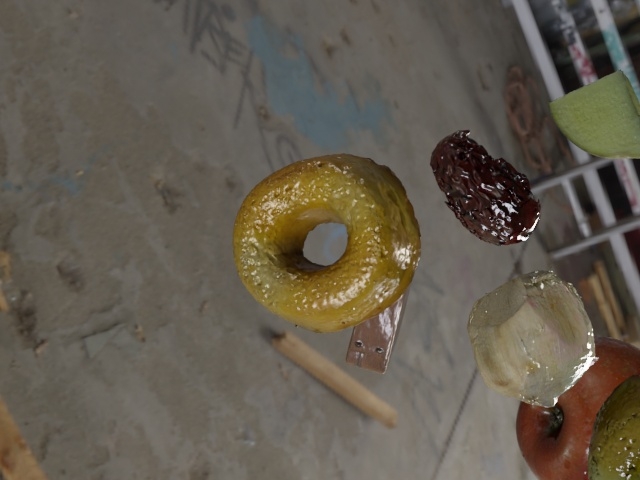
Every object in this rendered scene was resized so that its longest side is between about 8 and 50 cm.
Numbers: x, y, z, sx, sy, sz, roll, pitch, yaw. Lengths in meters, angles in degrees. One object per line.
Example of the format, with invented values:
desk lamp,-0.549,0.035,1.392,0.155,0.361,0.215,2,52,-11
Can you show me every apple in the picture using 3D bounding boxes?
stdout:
apple,0.561,0.369,2.053,0.277,0.348,0.348,6,66,-27

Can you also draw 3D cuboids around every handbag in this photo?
handbag,0.101,0.102,1.602,0.151,0.072,0.193,-58,160,-63

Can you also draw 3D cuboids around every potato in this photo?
potato,0.428,-0.163,1.500,0.081,0.120,0.149,23,49,-58

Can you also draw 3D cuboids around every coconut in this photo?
coconut,0.314,0.153,1.475,0.194,0.194,0.194,36,45,-47

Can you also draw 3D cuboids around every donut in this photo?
donut,-0.002,0.001,1.430,0.108,0.277,0.277,9,66,-69
donut,0.452,0.292,1.239,0.107,0.272,0.272,-32,102,-51

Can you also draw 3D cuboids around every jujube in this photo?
jujube,0.206,-0.061,1.282,0.166,0.104,0.104,45,25,14
